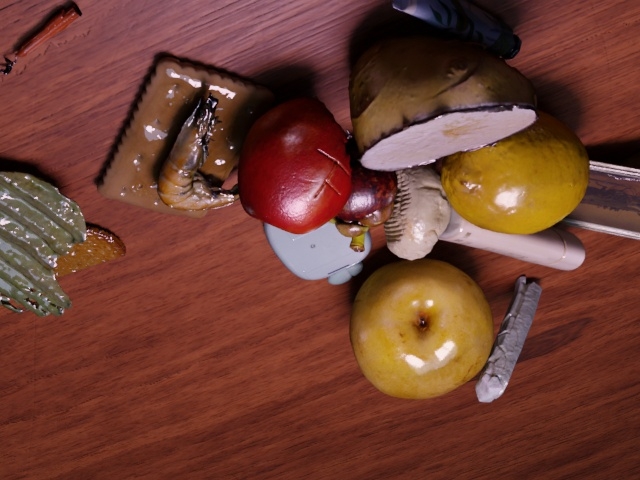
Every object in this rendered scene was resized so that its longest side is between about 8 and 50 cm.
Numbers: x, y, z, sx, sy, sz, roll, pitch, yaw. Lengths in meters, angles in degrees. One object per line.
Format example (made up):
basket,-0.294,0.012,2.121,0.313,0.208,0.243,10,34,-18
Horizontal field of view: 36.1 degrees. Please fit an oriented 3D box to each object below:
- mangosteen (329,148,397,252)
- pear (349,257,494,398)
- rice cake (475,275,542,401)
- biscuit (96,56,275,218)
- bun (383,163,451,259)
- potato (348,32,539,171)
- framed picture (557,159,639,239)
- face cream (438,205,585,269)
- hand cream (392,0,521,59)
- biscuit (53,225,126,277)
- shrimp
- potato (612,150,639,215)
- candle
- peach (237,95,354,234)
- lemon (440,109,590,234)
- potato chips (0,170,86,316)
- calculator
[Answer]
mangosteen,0.075,-0.079,1.778,0.146,0.156,0.181,-36,119,-16
pear,0.204,0.180,2.000,0.315,0.314,0.314,-7,139,-7
rice cake,0.398,0.207,2.071,0.063,0.336,0.066,25,136,6
biscuit,-0.235,-0.163,1.693,0.217,0.044,0.325,13,132,-29
bun,0.178,-0.058,1.822,0.111,0.188,0.164,1,172,-23
potato,0.183,-0.245,1.575,0.300,0.196,0.246,-14,170,24
framed picture,0.560,-0.077,1.920,0.252,0.014,0.197,12,143,18
face cream,0.366,-0.011,1.935,0.349,0.173,0.081,13,98,-27
hand cream,0.217,-0.356,1.568,0.271,0.091,0.058,19,156,-35
biscuit,-0.478,0.016,1.842,0.206,0.025,0.126,-17,139,4
shrimp,-0.166,-0.146,1.673,0.198,0.051,0.262,-1,136,-30
potato,0.686,-0.106,1.946,0.272,0.111,0.160,-23,136,11
candle,-0.430,-0.307,1.498,0.167,0.021,0.026,-31,110,21
peach,-0.034,-0.126,1.637,0.196,0.190,0.226,22,93,-1
lemon,0.346,-0.122,1.746,0.263,0.235,0.236,26,126,-31
potato chips,-0.623,0.016,1.736,0.390,0.097,0.373,10,134,-16
calculator,0.000,0.000,1.934,0.184,0.042,0.295,-24,137,13
